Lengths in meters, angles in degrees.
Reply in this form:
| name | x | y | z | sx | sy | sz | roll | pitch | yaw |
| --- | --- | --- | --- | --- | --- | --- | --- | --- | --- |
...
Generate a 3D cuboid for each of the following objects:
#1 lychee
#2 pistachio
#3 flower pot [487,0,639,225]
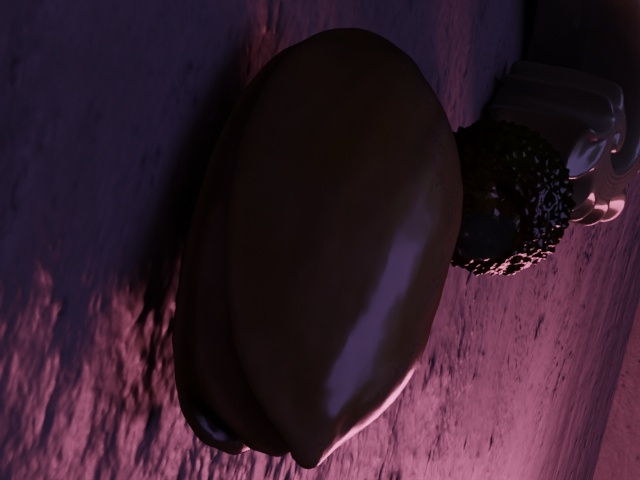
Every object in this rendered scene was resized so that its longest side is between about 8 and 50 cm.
| name | x | y | z | sx | sy | sz | roll | pitch | yaw |
| --- | --- | --- | --- | --- | --- | --- | --- | --- | --- |
| lychee | 0.167 | -0.045 | 1.174 | 0.171 | 0.171 | 0.171 | 14 | 90 | -68 |
| pistachio | 0.000 | 0.000 | 0.774 | 0.181 | 0.162 | 0.293 | 34 | 69 | -39 |
| flower pot | 0.312 | -0.206 | 1.408 | 0.254 | 0.164 | 0.368 | 12 | 93 | -63 |
